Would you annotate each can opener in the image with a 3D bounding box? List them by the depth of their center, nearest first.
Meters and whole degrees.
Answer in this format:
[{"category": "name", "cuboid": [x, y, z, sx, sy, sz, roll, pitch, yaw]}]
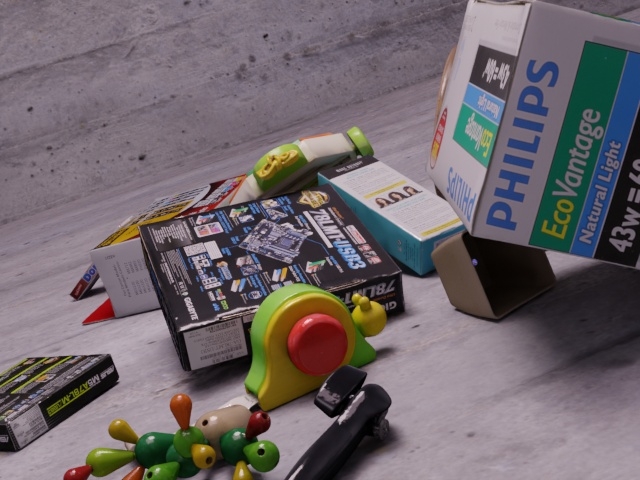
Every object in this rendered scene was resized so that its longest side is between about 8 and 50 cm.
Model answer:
[{"category": "can opener", "cuboid": [0.011, 0.189, 0.969, 0.073, 0.059, 0.186, 18, 37, 19]}]

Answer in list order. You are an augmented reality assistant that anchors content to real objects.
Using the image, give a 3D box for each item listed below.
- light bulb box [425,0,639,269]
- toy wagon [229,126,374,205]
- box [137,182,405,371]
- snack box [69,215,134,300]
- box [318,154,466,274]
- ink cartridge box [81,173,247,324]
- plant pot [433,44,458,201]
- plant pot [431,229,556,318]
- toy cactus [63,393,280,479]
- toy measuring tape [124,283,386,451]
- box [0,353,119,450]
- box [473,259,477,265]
[{"category": "light bulb box", "cuboid": [0.327, -0.111, 1.114, 0.360, 0.225, 0.358, 12, 13, -4]}, {"category": "toy wagon", "cuboid": [-0.036, -0.084, 1.679, 0.267, 0.068, 0.344, -34, -22, 1]}, {"category": "box", "cuboid": [-0.075, 0.036, 1.415, 0.293, 0.073, 0.295, -13, 30, -14]}, {"category": "snack box", "cuboid": [-0.396, 0.033, 1.932, 0.178, 0.022, 0.064, -51, 2, 22]}, {"category": "box", "cuboid": [0.106, -0.042, 1.541, 0.100, 0.060, 0.244, -22, 38, -28]}, {"category": "ink cartridge box", "cuboid": [-0.263, 0.011, 1.835, 0.271, 0.130, 0.309, -14, 14, 16]}, {"category": "plant pot", "cuboid": [0.317, -0.176, 1.698, 0.229, 0.263, 0.263, 8, 22, 18]}, {"category": "plant pot", "cuboid": [0.199, 0.029, 1.272, 0.109, 0.109, 0.096, -25, 5, -30]}, {"category": "toy cactus", "cuboid": [-0.128, 0.197, 1.036, 0.218, 0.112, 0.180, -20, 1, 26]}, {"category": "toy measuring tape", "cuboid": [-0.075, 0.129, 1.176, 0.330, 0.121, 0.121, -22, 14, -18]}, {"category": "box", "cuboid": [-0.393, 0.211, 1.390, 0.184, 0.045, 0.190, -10, 16, 37]}, {"category": "box", "cuboid": [0.264, 0.002, 1.440, 0.136, 0.028, 0.081, -17, 14, -7]}]
